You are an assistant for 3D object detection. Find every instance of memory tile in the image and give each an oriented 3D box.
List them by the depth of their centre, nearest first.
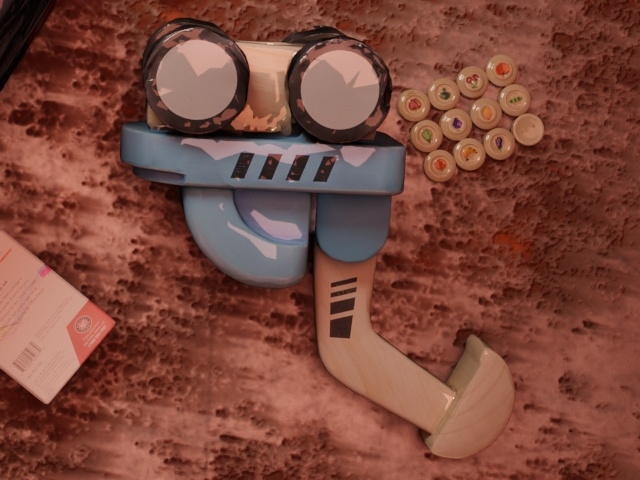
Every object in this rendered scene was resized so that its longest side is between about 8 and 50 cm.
[{"bbox_3d":[0.169,-0.137,1.902,0.148,0.012,0.113,-22,90,-9],"label":"memory tile"}]

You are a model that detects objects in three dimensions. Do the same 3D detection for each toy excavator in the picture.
[{"bbox_3d":[0.000,0.000,1.798,0.433,0.222,0.445,3,100,-8],"label":"toy excavator"}]

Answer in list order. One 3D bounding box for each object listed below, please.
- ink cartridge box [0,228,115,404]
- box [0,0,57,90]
[{"bbox_3d":[-0.329,0.068,1.794,0.198,0.067,0.115,41,82,-6],"label":"ink cartridge box"},{"bbox_3d":[-0.377,-0.238,1.665,0.179,0.343,0.312,32,84,-6],"label":"box"}]
